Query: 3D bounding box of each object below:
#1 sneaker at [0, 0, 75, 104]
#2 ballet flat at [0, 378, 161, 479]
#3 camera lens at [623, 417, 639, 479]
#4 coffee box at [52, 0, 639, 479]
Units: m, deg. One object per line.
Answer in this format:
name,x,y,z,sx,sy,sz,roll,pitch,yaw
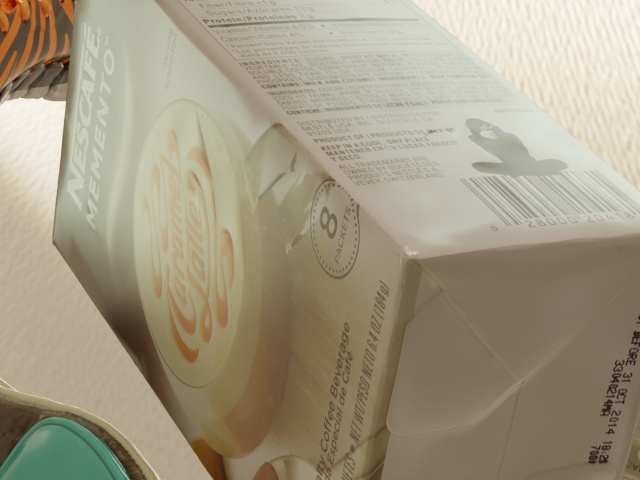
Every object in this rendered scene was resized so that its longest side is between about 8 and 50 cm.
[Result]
sneaker,-0.211,-0.183,1.293,0.124,0.321,0.180,39,-70,5
ballet flat,-0.107,0.099,0.705,0.086,0.248,0.086,-18,-59,-32
camera lens,0.204,0.137,1.141,0.219,0.219,0.274,12,-54,1
coffee box,0.000,0.000,0.631,0.098,0.246,0.141,-6,-59,-27
